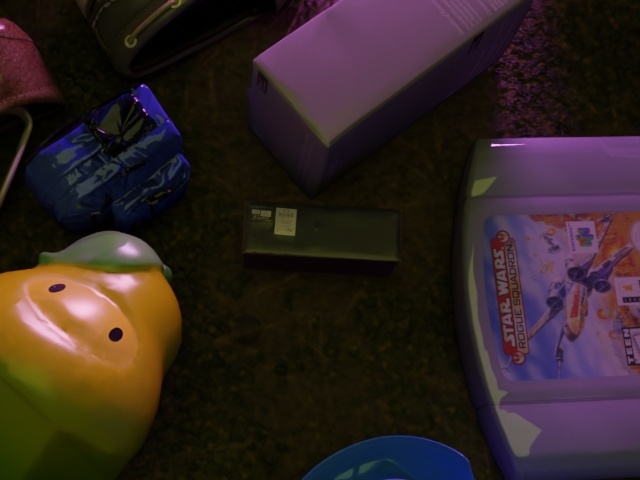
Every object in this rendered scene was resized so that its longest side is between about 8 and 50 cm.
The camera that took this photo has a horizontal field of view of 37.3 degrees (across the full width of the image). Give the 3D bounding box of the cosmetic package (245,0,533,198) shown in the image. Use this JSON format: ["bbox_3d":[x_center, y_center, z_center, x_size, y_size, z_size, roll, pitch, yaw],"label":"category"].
[{"bbox_3d":[0.056,-0.155,0.814,0.238,0.127,0.107,-41,81,-14],"label":"cosmetic package"}]

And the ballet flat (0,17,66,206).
[{"bbox_3d":[-0.331,-0.031,0.757,0.124,0.116,0.342,42,68,-12],"label":"ballet flat"}]

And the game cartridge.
[{"bbox_3d":[0.213,0.051,0.802,0.198,0.062,0.297,-1,72,-10],"label":"game cartridge"}]

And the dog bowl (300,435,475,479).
[{"bbox_3d":[0.099,0.250,0.640,0.297,0.074,0.166,23,54,40],"label":"dog bowl"}]

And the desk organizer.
[{"bbox_3d":[0.000,0.000,0.797,0.130,0.050,0.047,3,72,-5],"label":"desk organizer"}]

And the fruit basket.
[{"bbox_3d":[-0.231,0.151,0.630,0.392,0.283,0.391,0,87,4],"label":"fruit basket"}]

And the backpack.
[{"bbox_3d":[-0.173,-0.056,0.773,0.120,0.098,0.101,-33,82,-15],"label":"backpack"}]

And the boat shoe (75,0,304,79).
[{"bbox_3d":[-0.060,-0.239,0.841,0.305,0.109,0.091,-26,77,-7],"label":"boat shoe"}]
